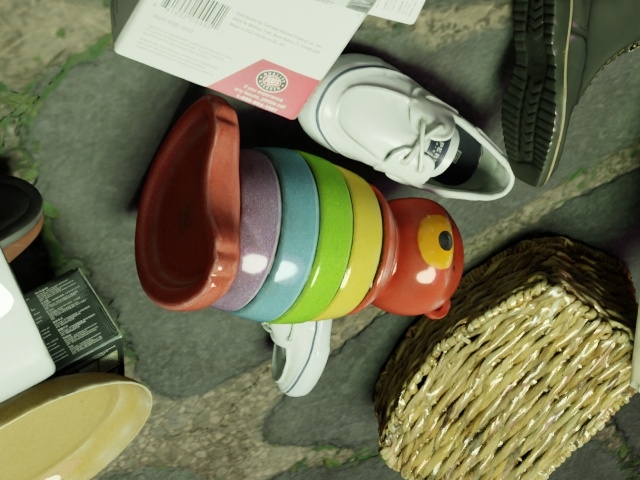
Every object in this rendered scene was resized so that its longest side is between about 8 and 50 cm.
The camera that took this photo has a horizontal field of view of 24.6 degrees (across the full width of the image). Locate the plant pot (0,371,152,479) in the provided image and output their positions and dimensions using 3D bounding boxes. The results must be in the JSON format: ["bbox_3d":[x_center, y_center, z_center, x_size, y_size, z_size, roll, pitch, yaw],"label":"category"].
[{"bbox_3d":[-0.250,0.180,1.233,0.236,0.032,0.236,-31,160,-13],"label":"plant pot"}]

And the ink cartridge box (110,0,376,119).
[{"bbox_3d":[-0.036,-0.215,1.063,0.158,0.092,0.218,19,128,-26],"label":"ink cartridge box"}]

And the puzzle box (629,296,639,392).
[{"bbox_3d":[0.454,-0.046,1.505,0.272,0.052,0.409,-4,107,-31],"label":"puzzle box"}]

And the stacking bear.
[{"bbox_3d":[0.000,0.000,1.287,0.289,0.175,0.164,10,157,-30],"label":"stacking bear"}]

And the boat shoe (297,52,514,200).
[{"bbox_3d":[0.087,-0.096,1.312,0.258,0.084,0.095,13,106,-48],"label":"boat shoe"}]

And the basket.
[{"bbox_3d":[0.198,0.128,1.653,0.213,0.223,0.299,35,114,-15],"label":"basket"}]

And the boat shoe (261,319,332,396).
[{"bbox_3d":[-0.029,0.057,1.444,0.075,0.083,0.226,2,122,-21],"label":"boat shoe"}]

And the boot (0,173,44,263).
[{"bbox_3d":[-0.315,0.083,1.261,0.264,0.096,0.280,-35,148,-7],"label":"boot"}]

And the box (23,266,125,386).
[{"bbox_3d":[-0.262,0.122,1.247,0.180,0.077,0.147,-29,159,-18],"label":"box"}]

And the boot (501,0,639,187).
[{"bbox_3d":[0.244,-0.151,1.342,0.137,0.077,0.198,-11,119,-31],"label":"boot"}]

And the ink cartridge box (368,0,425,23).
[{"bbox_3d":[0.002,-0.272,1.115,0.224,0.056,0.181,12,129,-18],"label":"ink cartridge box"}]

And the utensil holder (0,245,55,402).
[{"bbox_3d":[-0.408,0.032,0.952,0.385,0.328,0.328,-25,143,-12],"label":"utensil holder"}]
